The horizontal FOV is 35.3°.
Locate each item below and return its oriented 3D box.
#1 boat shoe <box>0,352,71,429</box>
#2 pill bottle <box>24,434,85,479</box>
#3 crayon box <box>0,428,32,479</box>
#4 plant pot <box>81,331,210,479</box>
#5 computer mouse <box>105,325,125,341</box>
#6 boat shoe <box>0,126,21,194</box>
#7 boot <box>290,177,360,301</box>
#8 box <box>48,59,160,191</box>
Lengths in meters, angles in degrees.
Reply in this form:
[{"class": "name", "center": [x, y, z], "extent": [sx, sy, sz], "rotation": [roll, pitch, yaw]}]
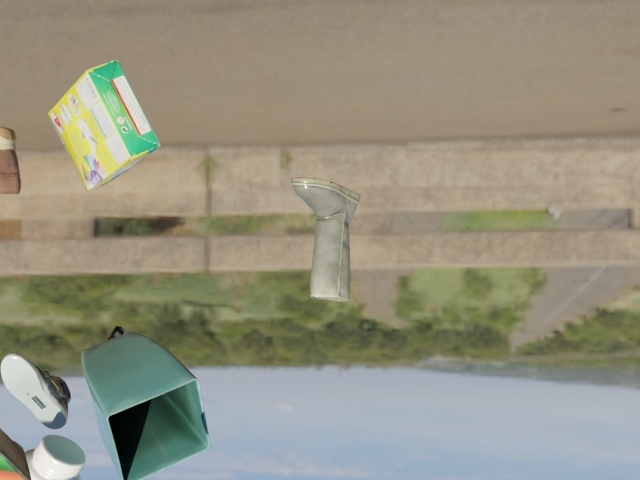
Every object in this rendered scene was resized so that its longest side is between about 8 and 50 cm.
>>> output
[{"class": "boat shoe", "center": [-0.534, 0.267, 1.890], "extent": [0.065, 0.183, 0.083], "rotation": [-23, -151, 8]}, {"class": "pill bottle", "center": [-0.491, 0.442, 1.728], "extent": [0.117, 0.215, 0.117], "rotation": [31, -166, -9]}, {"class": "crayon box", "center": [-0.481, 0.267, 1.005], "extent": [0.319, 0.202, 0.081], "rotation": [-38, -151, -8]}, {"class": "plant pot", "center": [-0.327, 0.275, 1.786], "extent": [0.166, 0.165, 0.234], "rotation": [-20, -144, -23]}, {"class": "computer mouse", "center": [-0.455, 0.262, 2.329], "extent": [0.042, 0.106, 0.193], "rotation": [32, 174, 29]}, {"class": "boat shoe", "center": [-0.604, -0.078, 1.453], "extent": [0.342, 0.123, 0.123], "rotation": [-11, -177, -6]}, {"class": "boot", "center": [0.001, 0.000, 1.824], "extent": [0.076, 0.208, 0.190], "rotation": [9, 173, 45]}, {"class": "box", "center": [-0.245, -0.120, 1.111], "extent": [0.043, 0.105, 0.179], "rotation": [-29, -175, -33]}]
